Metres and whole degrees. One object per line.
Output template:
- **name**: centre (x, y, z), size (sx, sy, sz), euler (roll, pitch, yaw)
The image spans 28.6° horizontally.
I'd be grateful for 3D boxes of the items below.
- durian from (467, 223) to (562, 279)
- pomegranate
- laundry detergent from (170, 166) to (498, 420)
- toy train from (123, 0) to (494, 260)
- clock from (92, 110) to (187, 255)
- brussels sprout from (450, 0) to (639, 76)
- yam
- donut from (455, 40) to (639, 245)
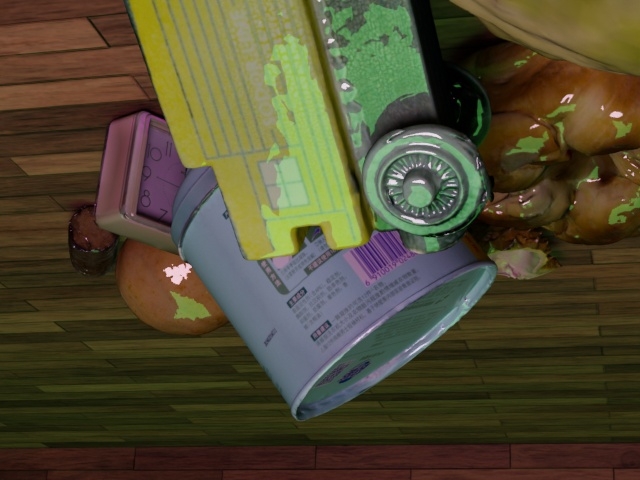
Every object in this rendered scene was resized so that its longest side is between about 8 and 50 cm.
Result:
- **durian**: centre (0.274, 0.009, 1.811), size (0.224, 0.078, 0.140), euler (9, 148, -44)
- **pomegranate**: centre (-0.180, 0.033, 1.743), size (0.207, 0.207, 0.207), euler (2, 158, 1)
- **laundry detergent**: centre (0.000, 0.000, 1.442), size (0.287, 0.305, 0.287), euler (-33, 163, -11)
- **toy train**: centre (-0.011, -0.173, 1.046), size (0.272, 0.179, 0.442), euler (-7, 119, 17)
- **clock**: centre (-0.180, -0.065, 1.573), size (0.192, 0.147, 0.071), euler (22, 156, -39)
- **brussels sprout**: centre (0.227, -0.278, 0.698), size (0.361, 0.342, 0.425), euler (14, 159, -4)
- **yam**: centre (-0.337, 0.005, 1.863), size (0.079, 0.079, 0.141), euler (6, 160, -9)
- **donut**: centre (0.307, -0.107, 1.384), size (0.360, 0.170, 0.360), euler (3, 160, 1)
